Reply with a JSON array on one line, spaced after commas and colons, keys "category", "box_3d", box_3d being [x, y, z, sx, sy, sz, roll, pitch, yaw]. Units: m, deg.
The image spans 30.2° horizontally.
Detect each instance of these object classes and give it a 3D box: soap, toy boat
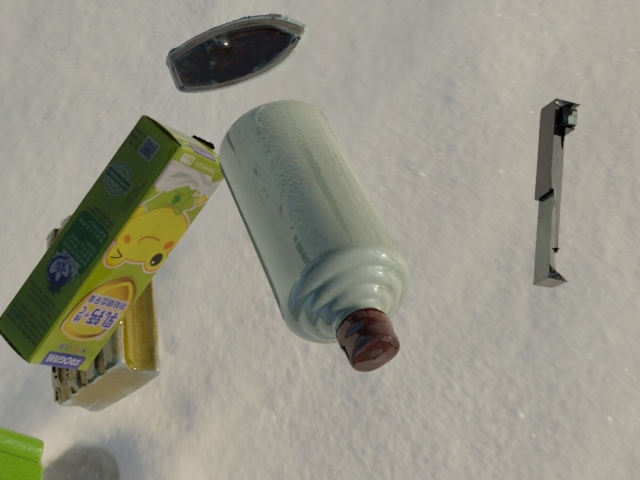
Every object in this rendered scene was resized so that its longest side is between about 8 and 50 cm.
[{"category": "soap", "box_3d": [-0.306, 0.083, 1.658, 0.089, 0.274, 0.173, 18, 143, -40]}, {"category": "toy boat", "box_3d": [-0.078, -0.182, 1.135, 0.140, 0.066, 0.059, -19, 105, 0]}]

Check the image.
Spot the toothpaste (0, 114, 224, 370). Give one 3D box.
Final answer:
[{"category": "toothpaste", "box_3d": [-0.246, 0.006, 1.412, 0.077, 0.110, 0.327, 40, 98, 27]}]

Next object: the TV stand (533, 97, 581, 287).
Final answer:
[{"category": "TV stand", "box_3d": [0.320, -0.065, 1.610, 0.040, 0.049, 0.256, 11, 72, -14]}]

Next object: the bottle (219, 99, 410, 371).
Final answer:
[{"category": "bottle", "box_3d": [0.000, 0.000, 0.929, 0.104, 0.245, 0.104, -14, 138, -12]}]

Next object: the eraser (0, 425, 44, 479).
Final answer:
[{"category": "eraser", "box_3d": [-0.490, 0.303, 1.474, 0.274, 0.210, 0.092, 26, 124, -26]}]
